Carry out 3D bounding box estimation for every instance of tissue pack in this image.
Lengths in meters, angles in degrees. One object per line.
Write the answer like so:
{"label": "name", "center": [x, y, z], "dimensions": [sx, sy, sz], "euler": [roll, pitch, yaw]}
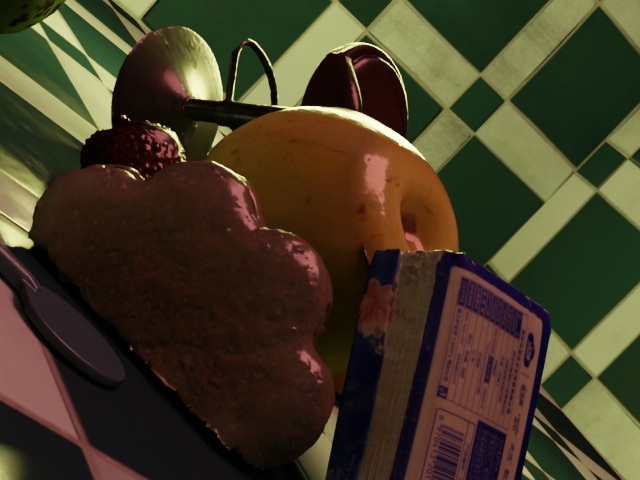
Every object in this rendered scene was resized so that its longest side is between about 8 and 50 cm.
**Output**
{"label": "tissue pack", "center": [0.105, 0.161, 1.391], "dimensions": [0.137, 0.270, 0.209], "euler": [4, -16, 35]}

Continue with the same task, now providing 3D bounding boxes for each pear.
{"label": "pear", "center": [0.000, 0.000, 1.594], "dimensions": [0.309, 0.309, 0.309], "euler": [43, 7, -6]}

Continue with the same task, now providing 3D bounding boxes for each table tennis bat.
{"label": "table tennis bat", "center": [-0.216, 0.061, 1.203], "dimensions": [0.155, 0.019, 0.100], "euler": [46, 7, 6]}

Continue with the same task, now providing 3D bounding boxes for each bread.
{"label": "bread", "center": [-0.101, 0.040, 1.339], "dimensions": [0.337, 0.183, 0.102], "euler": [45, -1, 10]}

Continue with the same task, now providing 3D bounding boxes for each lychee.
{"label": "lychee", "center": [-0.212, -0.081, 1.699], "dimensions": [0.123, 0.123, 0.129], "euler": [34, 39, -56]}

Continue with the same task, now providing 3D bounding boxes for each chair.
{"label": "chair", "center": [-0.053, -0.154, 1.910], "dimensions": [0.401, 0.227, 0.226], "euler": [11, -15, 36]}

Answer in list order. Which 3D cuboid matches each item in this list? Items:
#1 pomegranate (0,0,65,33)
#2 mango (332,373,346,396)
{"label": "pomegranate", "center": [-0.412, -0.400, 1.910], "dimensions": [0.254, 0.270, 0.254], "euler": [32, -21, 14]}
{"label": "mango", "center": [0.080, 0.136, 1.983], "dimensions": [0.187, 0.144, 0.359], "euler": [27, 16, -7]}
